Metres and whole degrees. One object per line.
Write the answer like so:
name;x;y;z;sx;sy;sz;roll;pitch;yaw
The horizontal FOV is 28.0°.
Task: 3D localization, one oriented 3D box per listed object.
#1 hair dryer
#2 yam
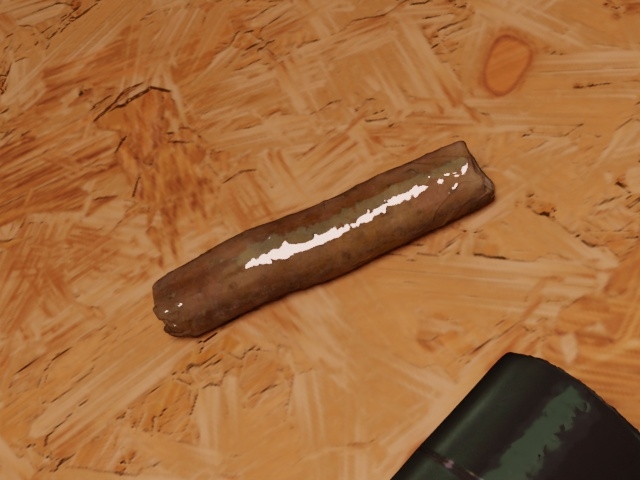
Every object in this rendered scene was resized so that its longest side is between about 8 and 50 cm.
hair dryer;0.124;0.225;0.593;0.302;0.116;0.244;34;74;32
yam;0.000;0.000;0.856;0.241;0.056;0.056;-25;47;4
